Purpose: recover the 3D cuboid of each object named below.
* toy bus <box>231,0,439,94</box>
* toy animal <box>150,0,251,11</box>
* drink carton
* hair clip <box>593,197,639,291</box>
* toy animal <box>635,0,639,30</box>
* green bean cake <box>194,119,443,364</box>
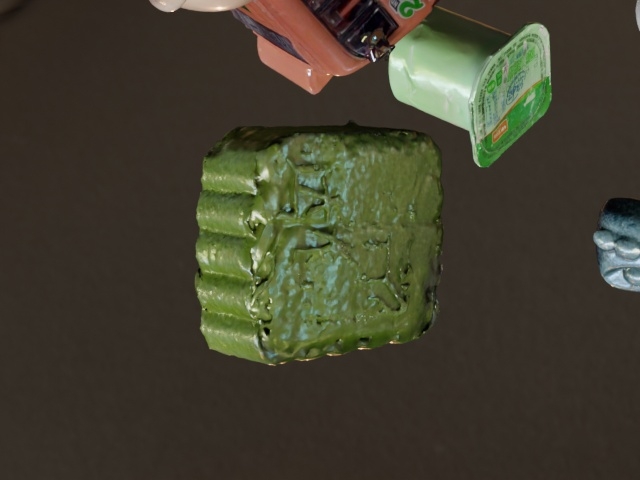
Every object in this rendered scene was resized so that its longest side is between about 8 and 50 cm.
[{"bbox_3d":[-0.048,-0.349,1.772,0.233,0.427,0.203,-51,-131,-4],"label":"toy bus"},{"bbox_3d":[-0.072,-0.308,1.381,0.229,0.221,0.210,-25,-172,16],"label":"toy animal"},{"bbox_3d":[0.162,-0.191,1.942,0.142,0.144,0.146,29,-125,33],"label":"drink carton"},{"bbox_3d":[0.452,0.014,1.829,0.194,0.206,0.310,-22,-129,-42],"label":"hair clip"},{"bbox_3d":[0.521,-0.327,2.211,0.194,0.258,0.357,-42,-170,43],"label":"toy animal"},{"bbox_3d":[0.000,0.000,1.474,0.214,0.200,0.113,-3,-170,-39],"label":"green bean cake"}]
